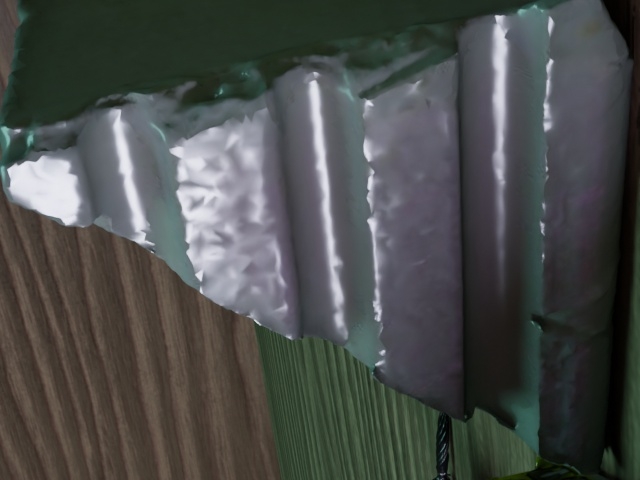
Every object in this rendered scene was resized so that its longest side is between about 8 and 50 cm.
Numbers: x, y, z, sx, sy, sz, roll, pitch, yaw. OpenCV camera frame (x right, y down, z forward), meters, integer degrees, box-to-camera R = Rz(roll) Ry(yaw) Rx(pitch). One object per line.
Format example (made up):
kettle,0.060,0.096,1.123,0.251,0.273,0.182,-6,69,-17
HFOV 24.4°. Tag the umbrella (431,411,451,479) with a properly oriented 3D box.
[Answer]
umbrella,0.096,0.176,1.181,0.022,0.022,0.149,23,137,32

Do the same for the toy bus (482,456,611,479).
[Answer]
toy bus,0.129,0.158,0.703,0.226,0.074,0.081,175,81,-82

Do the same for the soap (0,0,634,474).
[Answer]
soap,0.000,0.000,0.695,0.159,0.258,0.302,-114,12,-50
